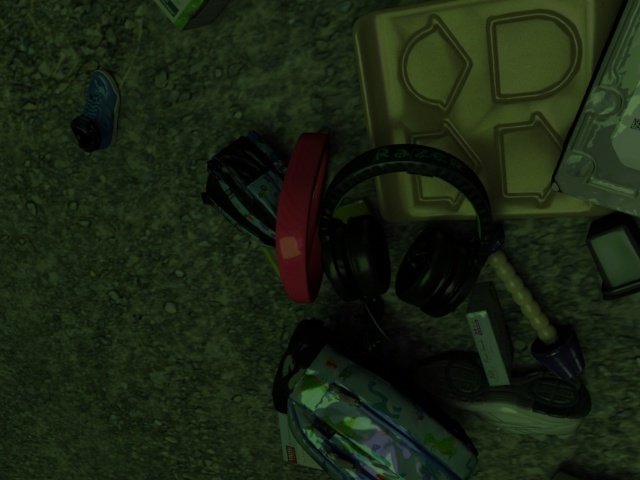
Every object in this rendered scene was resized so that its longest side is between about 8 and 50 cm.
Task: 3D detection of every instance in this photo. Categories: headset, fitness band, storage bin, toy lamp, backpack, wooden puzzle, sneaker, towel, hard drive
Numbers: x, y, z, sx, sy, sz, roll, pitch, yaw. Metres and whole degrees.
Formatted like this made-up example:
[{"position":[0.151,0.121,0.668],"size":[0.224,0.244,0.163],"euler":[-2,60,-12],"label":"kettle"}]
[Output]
[{"position":[0.116,0.022,0.927],"size":[0.244,0.185,0.394],"euler":[10,127,2],"label":"headset"},{"position":[-0.022,-0.039,0.919],"size":[0.054,0.290,0.208],"euler":[3,132,8],"label":"fitness band"},{"position":[0.430,0.012,0.842],"size":[0.098,0.135,0.091],"euler":[-27,92,32],"label":"storage bin"},{"position":[0.331,0.105,0.959],"size":[0.080,0.080,0.274],"euler":[-33,97,33],"label":"toy lamp"},{"position":[0.089,0.325,1.030],"size":[0.356,0.273,0.290],"euler":[21,159,10],"label":"backpack"},{"position":[0.241,-0.187,0.857],"size":[0.348,0.080,0.321],"euler":[-3,114,20],"label":"wooden puzzle"},{"position":[0.306,0.285,1.046],"size":[0.297,0.111,0.129],"euler":[10,135,25],"label":"sneaker"},{"position":[-0.103,-0.076,1.012],"size":[0.173,0.117,0.158],"euler":[44,155,4],"label":"backpack"},{"position":[-0.423,-0.237,1.114],"size":[0.058,0.084,0.152],"euler":[21,121,13],"label":"sneaker"},{"position":[0.000,0.000,1.088],"size":[0.237,0.021,0.102],"euler":[-19,111,29],"label":"towel"},{"position":[0.441,-0.178,0.690],"size":[0.237,0.064,0.338],"euler":[20,125,14],"label":"hard drive"}]

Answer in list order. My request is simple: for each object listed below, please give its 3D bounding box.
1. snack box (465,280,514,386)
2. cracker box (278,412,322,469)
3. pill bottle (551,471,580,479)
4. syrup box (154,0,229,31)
[{"position":[0.283,0.153,0.989],"size":[0.037,0.100,0.141],"euler":[-13,109,28],"label":"snack box"},{"position":[0.032,0.404,1.246],"size":[0.233,0.067,0.155],"euler":[6,116,20],"label":"cracker box"},{"position":[0.517,0.502,1.042],"size":[0.229,0.131,0.131],"euler":[22,121,13],"label":"pill bottle"},{"position":[-0.152,-0.433,0.891],"size":[0.237,0.096,0.093],"euler":[-37,96,34],"label":"syrup box"}]
